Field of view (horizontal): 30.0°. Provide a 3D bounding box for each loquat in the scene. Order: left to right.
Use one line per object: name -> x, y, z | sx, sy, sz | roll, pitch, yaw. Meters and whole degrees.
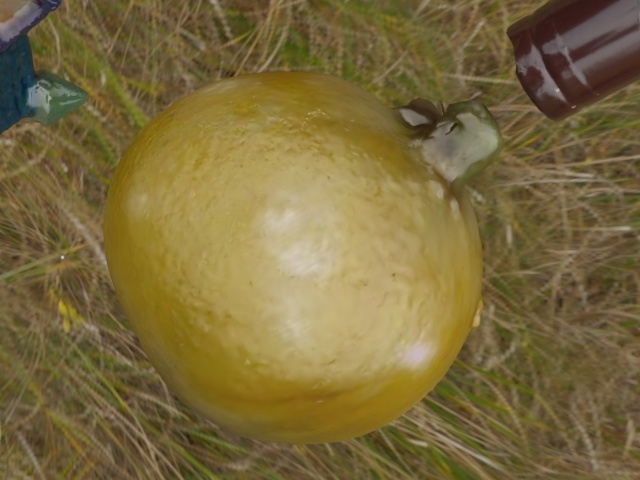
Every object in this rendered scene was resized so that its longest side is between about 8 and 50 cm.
loquat -> 0.000, 0.000, 1.002 | 0.359, 0.328, 0.328 | -33, 97, 20

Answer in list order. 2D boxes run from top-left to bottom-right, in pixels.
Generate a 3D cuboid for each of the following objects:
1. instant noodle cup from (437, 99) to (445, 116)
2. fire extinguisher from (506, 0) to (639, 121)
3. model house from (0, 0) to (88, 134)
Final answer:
instant noodle cup -> 0.106, -0.018, 1.341 | 0.091, 0.274, 0.274 | -6, 90, 4
fire extinguisher -> 0.342, -0.241, 1.138 | 0.135, 0.337, 0.114 | 26, 45, -48
model house -> -0.407, -0.261, 1.343 | 0.280, 0.312, 0.245 | -9, 50, -7
